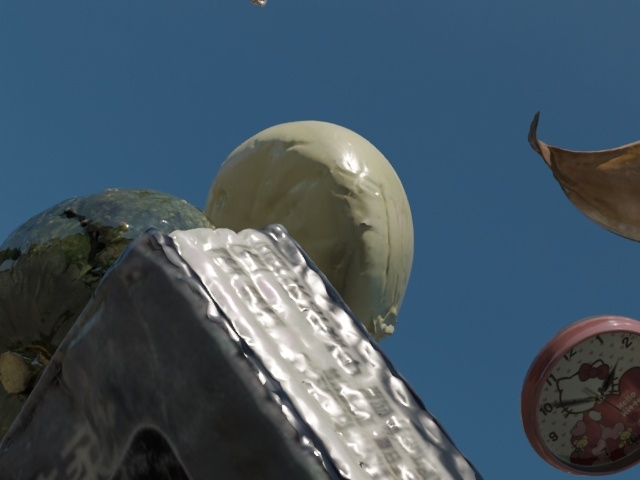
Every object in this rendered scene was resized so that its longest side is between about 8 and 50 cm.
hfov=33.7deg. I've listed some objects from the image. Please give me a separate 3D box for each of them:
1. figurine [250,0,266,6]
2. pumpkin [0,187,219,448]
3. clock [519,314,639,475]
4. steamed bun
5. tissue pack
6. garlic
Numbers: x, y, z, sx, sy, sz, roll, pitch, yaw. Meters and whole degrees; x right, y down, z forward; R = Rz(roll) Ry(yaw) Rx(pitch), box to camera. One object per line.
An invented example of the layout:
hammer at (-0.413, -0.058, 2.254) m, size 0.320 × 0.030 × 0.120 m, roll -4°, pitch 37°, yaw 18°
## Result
figurine at (-0.100, -0.475, 1.542) m, size 0.235 × 0.155 × 0.127 m, roll 59°, pitch -17°, yaw -22°
pumpkin at (-0.205, 0.116, 1.039) m, size 0.292 × 0.257 × 0.327 m, roll -25°, pitch -108°, yaw 30°
clock at (0.397, 0.222, 1.497) m, size 0.245 × 0.056 × 0.244 m, roll -3°, pitch -74°, yaw -11°
steamed bun at (0.000, 0.000, 1.434) m, size 0.334 × 0.233 × 0.311 m, roll 14°, pitch -86°, yaw 46°
tissue pack at (-0.014, 0.199, 0.455) m, size 0.259 × 0.122 × 0.361 m, roll -52°, pitch -119°, yaw 26°
garlic at (0.279, -0.047, 0.831) m, size 0.207 × 0.115 × 0.128 m, roll -15°, pitch -31°, yaw 4°
